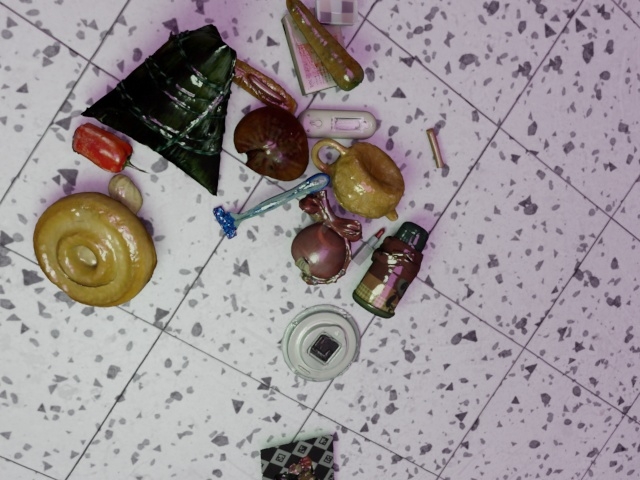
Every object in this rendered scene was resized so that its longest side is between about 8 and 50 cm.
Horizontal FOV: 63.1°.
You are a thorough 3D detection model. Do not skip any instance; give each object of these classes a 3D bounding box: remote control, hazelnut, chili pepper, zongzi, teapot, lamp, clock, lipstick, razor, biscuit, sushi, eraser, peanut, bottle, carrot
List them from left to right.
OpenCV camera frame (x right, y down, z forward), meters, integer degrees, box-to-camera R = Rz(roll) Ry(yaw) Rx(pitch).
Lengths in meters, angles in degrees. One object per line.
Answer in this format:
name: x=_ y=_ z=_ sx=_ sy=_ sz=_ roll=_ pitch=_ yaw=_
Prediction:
biscuit: x=-0.548 y=0.030 z=1.254 sx=0.297 sy=0.102 sz=0.296 roll=3 pitch=113 yaw=6
chili pepper: x=-0.503 y=-0.208 z=1.272 sx=0.192 sy=0.086 sz=0.084 roll=28 pitch=62 yaw=-7
peanut: x=-0.487 y=-0.073 z=1.305 sx=0.082 sy=0.082 sz=0.187 roll=0 pitch=100 yaw=-13
zongzi: x=-0.299 y=-0.294 z=1.253 sx=0.383 sy=0.319 sz=0.362 roll=-38 pitch=119 yaw=12
razor: x=-0.124 y=-0.095 z=1.337 sx=0.324 sy=0.056 sz=0.093 roll=-22 pitch=106 yaw=14
hazelnut: x=-0.115 y=-0.239 z=1.313 sx=0.178 sy=0.178 sz=0.204 roll=-36 pitch=105 yaw=-5
sushi: x=-0.070 y=0.683 z=1.548 sx=0.220 sy=0.047 sz=0.231 roll=-6 pitch=105 yaw=-16
lamp: x=-0.002 y=0.002 z=1.394 sx=0.215 sy=0.151 sz=0.223 roll=37 pitch=84 yaw=-2
carrot: x=-0.001 y=-0.499 z=1.285 sx=0.078 sy=0.078 sz=0.298 roll=-41 pitch=103 yaw=-3
clock: x=0.007 y=0.303 z=1.495 sx=0.237 sy=0.053 sz=0.236 roll=-2 pitch=100 yaw=-11
eraser: x=0.040 y=-0.572 z=1.302 sx=0.105 sy=0.026 sz=0.065 roll=-4 pitch=103 yaw=-14
remote control: x=0.046 y=-0.312 z=1.401 sx=0.222 sy=0.042 sz=0.078 roll=-1 pitch=101 yaw=-13
teapot: x=0.098 y=-0.151 z=1.385 sx=0.311 sy=0.203 sz=0.167 roll=34 pitch=134 yaw=-17
lipstick: x=0.140 y=0.013 z=1.485 sx=0.030 sy=0.030 sz=0.129 roll=41 pitch=89 yaw=-16
bottle: x=0.201 y=0.074 z=1.444 sx=0.143 sy=0.156 sz=0.271 roll=26 pitch=98 yaw=-22

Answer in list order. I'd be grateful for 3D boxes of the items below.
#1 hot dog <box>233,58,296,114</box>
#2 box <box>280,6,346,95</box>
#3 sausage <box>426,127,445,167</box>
hot dog: x=-0.151 y=-0.396 z=1.340 sx=0.216 sy=0.047 sz=0.066 roll=34 pitch=88 yaw=-16
box: x=-0.008 y=-0.492 z=1.349 sx=0.141 sy=0.058 sz=0.201 roll=-17 pitch=104 yaw=-10
sausage: x=0.326 y=-0.263 z=1.482 sx=0.026 sy=0.026 sz=0.116 roll=-23 pitch=103 yaw=-8
